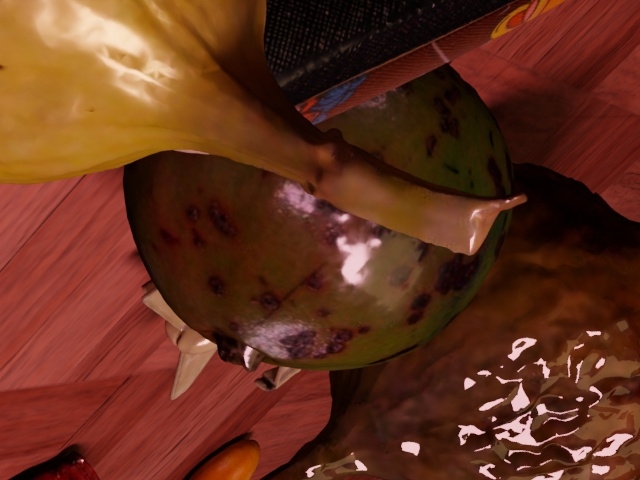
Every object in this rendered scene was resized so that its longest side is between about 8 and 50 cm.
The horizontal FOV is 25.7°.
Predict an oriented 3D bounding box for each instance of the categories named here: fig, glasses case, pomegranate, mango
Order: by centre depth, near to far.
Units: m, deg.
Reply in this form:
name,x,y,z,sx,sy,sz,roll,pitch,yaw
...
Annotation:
name,x,y,z,sx,sy,sz,roll,pitch,yaw
fig,-0.058,-0.070,0.366,0.159,0.257,0.159,-47,159,-25
glasses case,0.032,-0.136,0.583,0.321,0.122,0.082,-29,164,-30
pomegranate,0.010,-0.048,0.697,0.202,0.202,0.248,82,30,-69
fig,0.085,0.122,1.024,0.368,0.286,0.286,-37,163,-26
mango,-0.090,0.222,1.328,0.089,0.046,0.060,-46,168,-24

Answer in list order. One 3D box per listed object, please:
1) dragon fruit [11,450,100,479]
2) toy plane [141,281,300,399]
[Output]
name,x,y,z,sx,sy,sz,roll,pitch,yaw
dragon fruit,-0.172,0.244,0.989,0.092,0.192,0.122,-34,148,4
toy plane,0.000,0.000,0.902,0.256,0.104,0.242,-28,144,-15
